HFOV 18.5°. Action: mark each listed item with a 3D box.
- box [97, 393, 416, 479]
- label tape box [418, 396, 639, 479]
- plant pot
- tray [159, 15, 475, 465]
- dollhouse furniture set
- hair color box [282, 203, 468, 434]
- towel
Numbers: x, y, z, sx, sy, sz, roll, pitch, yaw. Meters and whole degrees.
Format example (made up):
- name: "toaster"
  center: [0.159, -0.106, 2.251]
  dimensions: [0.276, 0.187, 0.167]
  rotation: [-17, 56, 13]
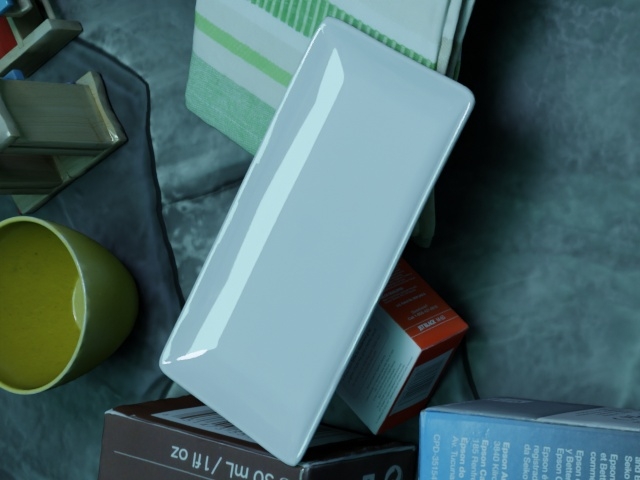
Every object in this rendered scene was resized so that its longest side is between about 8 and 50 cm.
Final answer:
- name: "box"
  center: [-0.065, 0.314, 1.392]
  dimensions: [0.191, 0.143, 0.381]
  rotation: [10, 98, 36]
- name: "label tape box"
  center: [0.219, 0.231, 1.195]
  dimensions: [0.334, 0.106, 0.240]
  rotation: [3, 92, 37]
- name: "plant pot"
  center: [-0.196, 0.048, 1.515]
  dimensions: [0.134, 0.095, 0.134]
  rotation: [0, 91, 38]
- name: "tray"
  center: [0.000, 0.000, 1.299]
  dimensions: [0.145, 0.030, 0.270]
  rotation: [33, 101, 38]
- name: "dollhouse furniture set"
  center: [-0.268, -0.127, 1.548]
  dimensions: [0.129, 0.129, 0.183]
  rotation: [-35, 71, 32]
- name: "hair color box"
  center: [0.017, 0.041, 1.362]
  dimensions: [0.167, 0.053, 0.093]
  rotation: [46, 135, 23]
- name: "towel"
  center: [0.011, -0.179, 1.334]
  dimensions: [0.248, 0.038, 0.324]
  rotation: [35, 131, 32]
